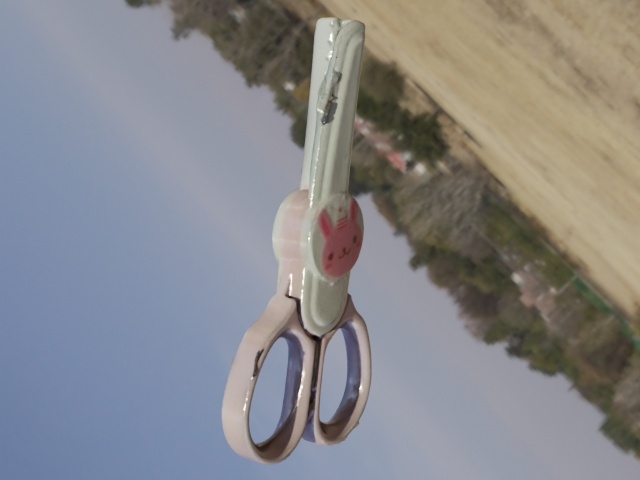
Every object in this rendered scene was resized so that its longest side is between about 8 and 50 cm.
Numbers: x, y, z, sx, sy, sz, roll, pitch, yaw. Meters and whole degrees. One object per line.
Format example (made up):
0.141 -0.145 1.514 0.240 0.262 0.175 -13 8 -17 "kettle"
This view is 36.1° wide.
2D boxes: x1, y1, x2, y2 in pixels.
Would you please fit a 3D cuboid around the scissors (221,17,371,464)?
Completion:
0.000 0.000 0.544 0.031 0.242 0.118 9 -175 35 "scissors"
